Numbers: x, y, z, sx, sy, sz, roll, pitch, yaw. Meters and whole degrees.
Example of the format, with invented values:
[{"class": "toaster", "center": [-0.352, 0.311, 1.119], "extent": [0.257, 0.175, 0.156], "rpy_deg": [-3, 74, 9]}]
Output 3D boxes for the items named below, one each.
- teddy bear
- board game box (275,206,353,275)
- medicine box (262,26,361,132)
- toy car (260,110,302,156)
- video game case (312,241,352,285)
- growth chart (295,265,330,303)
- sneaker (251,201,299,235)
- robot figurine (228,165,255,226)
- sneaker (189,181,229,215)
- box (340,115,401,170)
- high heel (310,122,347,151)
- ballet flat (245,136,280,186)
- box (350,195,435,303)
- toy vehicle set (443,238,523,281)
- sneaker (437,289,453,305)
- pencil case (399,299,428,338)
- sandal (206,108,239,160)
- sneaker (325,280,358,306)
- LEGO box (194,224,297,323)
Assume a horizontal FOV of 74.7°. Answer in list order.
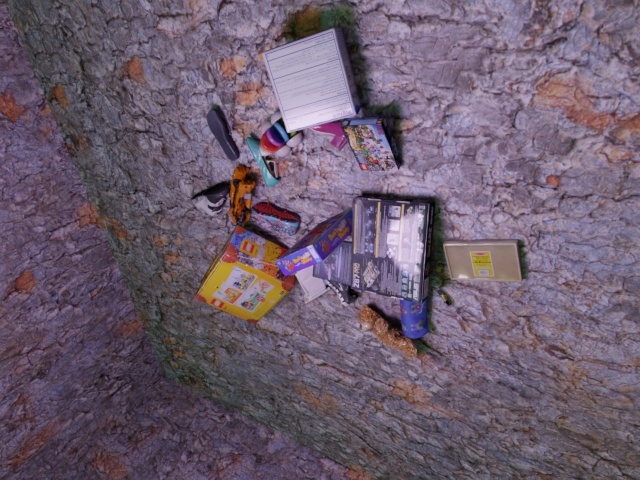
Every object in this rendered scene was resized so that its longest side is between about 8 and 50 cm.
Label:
[{"class": "teddy bear", "center": [0.310, 0.441, 1.966], "extent": [0.338, 0.113, 0.245], "rpy_deg": [37, 176, 3]}, {"class": "board game box", "center": [0.000, 0.000, 1.761], "extent": [0.233, 0.347, 0.078], "rpy_deg": [-24, 103, 42]}, {"class": "medicine box", "center": [-0.022, -0.562, 1.483], "extent": [0.264, 0.149, 0.289], "rpy_deg": [-9, 115, 19]}, {"class": "toy car", "center": [-0.180, -0.432, 1.739], "extent": [0.182, 0.136, 0.159], "rpy_deg": [-29, 100, 44]}, {"class": "video game case", "center": [0.090, 0.099, 1.939], "extent": [0.274, 0.026, 0.196], "rpy_deg": [11, 101, 31]}, {"class": "growth chart", "center": [-0.035, 0.181, 2.059], "extent": [0.021, 0.172, 0.237], "rpy_deg": [41, 154, 63]}, {"class": "sneaker", "center": [-0.225, -0.093, 2.028], "extent": [0.262, 0.104, 0.125], "rpy_deg": [23, 132, 21]}, {"class": "robot figurine", "center": [-0.388, -0.203, 2.045], "extent": [0.291, 0.085, 0.211], "rpy_deg": [109, 144, -44]}, {"class": "sneaker", "center": [-0.540, -0.202, 2.172], "extent": [0.331, 0.122, 0.146], "rpy_deg": [-7, 123, 51]}, {"class": "box", "center": [0.189, -0.348, 1.532], "extent": [0.159, 0.044, 0.233], "rpy_deg": [6, 149, 32]}, {"class": "high heel", "center": [0.024, -0.460, 1.638], "extent": [0.244, 0.082, 0.117], "rpy_deg": [43, 104, 22]}, {"class": "ballet flat", "center": [-0.248, -0.362, 1.889], "extent": [0.087, 0.083, 0.247], "rpy_deg": [-18, 110, 16]}, {"class": "box", "center": [0.280, 0.028, 1.678], "extent": [0.318, 0.097, 0.394], "rpy_deg": [7, 104, 30]}, {"class": "toy vehicle set", "center": [0.615, 0.076, 1.594], "extent": [0.267, 0.035, 0.166], "rpy_deg": [-1, 119, 36]}, {"class": "sneaker", "center": [0.526, 0.241, 1.770], "extent": [0.083, 0.035, 0.031], "rpy_deg": [42, 134, 4]}, {"class": "pencil case", "center": [0.409, 0.277, 1.822], "extent": [0.119, 0.133, 0.306], "rpy_deg": [-129, 26, -58]}, {"class": "sandal", "center": [-0.450, -0.494, 1.956], "extent": [0.097, 0.054, 0.254], "rpy_deg": [10, 134, 39]}, {"class": "sneaker", "center": [0.101, 0.203, 2.022], "extent": [0.106, 0.078, 0.234], "rpy_deg": [-34, 91, 30]}, {"class": "LEGO box", "center": [-0.386, 0.198, 2.190], "extent": [0.372, 0.193, 0.500], "rpy_deg": [28, 137, -16]}]
